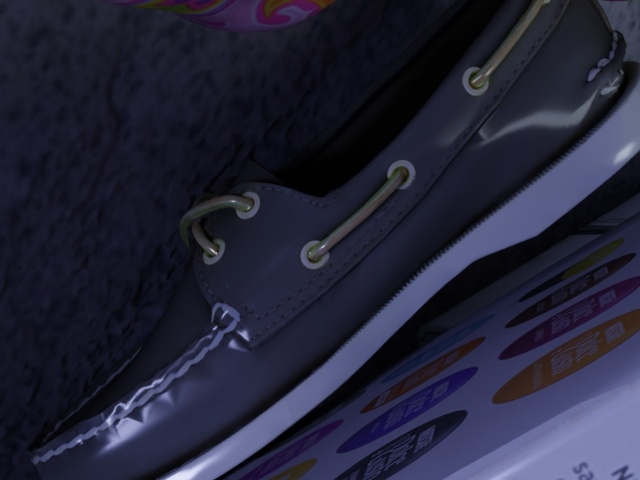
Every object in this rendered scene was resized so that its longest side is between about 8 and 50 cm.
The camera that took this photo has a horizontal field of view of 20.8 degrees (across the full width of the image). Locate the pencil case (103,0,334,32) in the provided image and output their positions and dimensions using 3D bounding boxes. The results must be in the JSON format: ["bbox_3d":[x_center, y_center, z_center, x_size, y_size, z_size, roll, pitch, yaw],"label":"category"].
[{"bbox_3d":[-0.090,-0.131,0.443,0.284,0.124,0.124,8,111,-55],"label":"pencil case"}]

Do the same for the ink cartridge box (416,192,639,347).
[{"bbox_3d":[0.233,0.119,0.946,0.395,0.166,0.285,-27,117,-47],"label":"ink cartridge box"}]

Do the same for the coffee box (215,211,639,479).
[{"bbox_3d":[0.085,0.212,0.574,0.334,0.338,0.337,-32,-179,10],"label":"coffee box"}]

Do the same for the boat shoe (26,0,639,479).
[{"bbox_3d":[-0.001,-0.001,0.703,0.305,0.109,0.091,-38,104,-8],"label":"boat shoe"}]
